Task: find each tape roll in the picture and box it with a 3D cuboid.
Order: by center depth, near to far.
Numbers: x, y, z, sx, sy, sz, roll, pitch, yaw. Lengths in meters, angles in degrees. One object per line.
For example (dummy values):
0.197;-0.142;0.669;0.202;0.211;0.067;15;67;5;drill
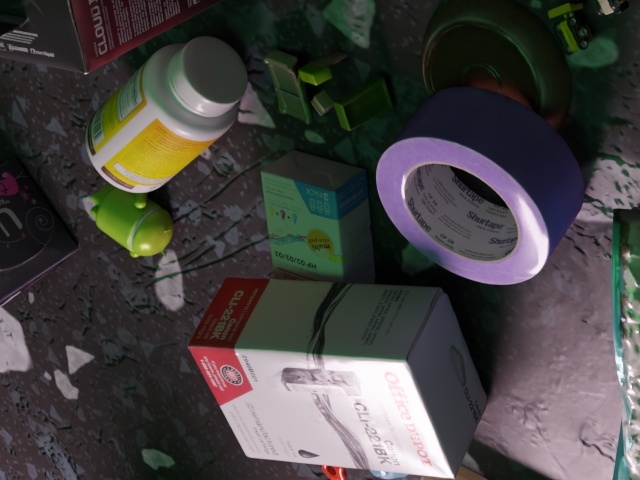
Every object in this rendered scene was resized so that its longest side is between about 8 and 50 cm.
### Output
0.154;-0.052;1.461;0.189;0.080;0.189;25;146;18;tape roll

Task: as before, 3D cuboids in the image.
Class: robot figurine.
-0.232;-0.025;1.876;0.115;0.067;0.101;33;136;21;robot figurine

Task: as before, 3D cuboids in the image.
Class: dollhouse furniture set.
0.006;-0.164;1.595;0.152;0.058;0.076;28;144;53;dollhouse furniture set

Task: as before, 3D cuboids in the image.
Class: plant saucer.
0.161;-0.155;1.455;0.168;0.029;0.168;23;130;30;plant saucer

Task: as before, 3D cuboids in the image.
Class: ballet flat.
0.342;0.137;1.442;0.147;0.147;0.409;18;131;33;ballet flat

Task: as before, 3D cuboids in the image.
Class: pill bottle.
-0.171;-0.144;1.698;0.117;0.117;0.215;54;139;-2;pill bottle

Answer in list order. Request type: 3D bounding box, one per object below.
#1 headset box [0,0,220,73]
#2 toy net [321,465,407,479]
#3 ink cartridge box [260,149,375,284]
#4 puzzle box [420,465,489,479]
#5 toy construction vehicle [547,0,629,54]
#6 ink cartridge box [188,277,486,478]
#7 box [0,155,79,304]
-0.244;-0.274;1.542;0.218;0.293;0.110;14;126;35;headset box
0.011;0.219;1.843;0.232;0.045;0.122;45;140;12;toy net
0.000;0.000;1.684;0.104;0.061;0.181;17;128;34;ink cartridge box
0.288;0.445;1.737;0.409;0.052;0.272;25;131;28;puzzle box
0.234;-0.224;1.342;0.086;0.035;0.098;-19;101;59;toy construction vehicle
0.022;0.150;1.664;0.273;0.114;0.197;1;133;29;ink cartridge box
-0.475;0.024;1.996;0.142;0.247;0.163;-31;95;47;box
